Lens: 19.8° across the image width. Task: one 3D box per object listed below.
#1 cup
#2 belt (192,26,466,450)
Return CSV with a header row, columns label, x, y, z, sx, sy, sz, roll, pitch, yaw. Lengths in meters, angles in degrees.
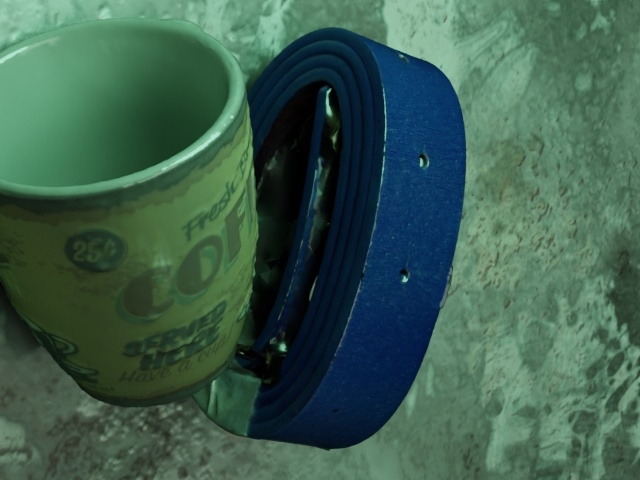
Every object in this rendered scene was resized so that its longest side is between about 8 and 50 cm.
label,x,y,z,sx,sy,sz,roll,pitch,yaw
cup,-0.145,-0.033,1.432,0.301,0.227,0.257,-69,159,-46
belt,0.000,0.000,1.544,0.117,0.212,0.346,14,89,-46
